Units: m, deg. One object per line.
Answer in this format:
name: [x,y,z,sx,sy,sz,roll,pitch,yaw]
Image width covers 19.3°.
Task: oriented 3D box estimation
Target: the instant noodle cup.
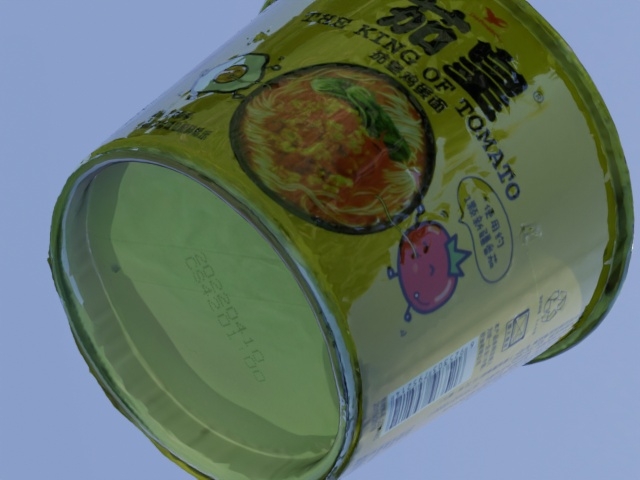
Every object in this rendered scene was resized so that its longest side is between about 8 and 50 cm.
instant noodle cup: [0.000,0.000,1.211,0.325,0.254,0.325,25,-47,30]
